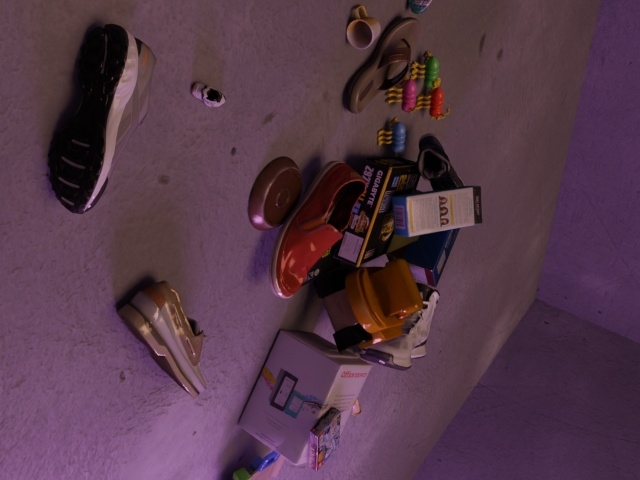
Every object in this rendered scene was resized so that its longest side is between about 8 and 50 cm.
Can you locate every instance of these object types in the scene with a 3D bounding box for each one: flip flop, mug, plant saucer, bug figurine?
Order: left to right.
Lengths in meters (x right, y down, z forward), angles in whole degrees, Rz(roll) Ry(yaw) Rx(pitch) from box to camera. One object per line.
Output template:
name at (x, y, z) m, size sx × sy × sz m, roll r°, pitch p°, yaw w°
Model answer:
plant saucer at (-0.089, -0.094, 1.507) m, size 0.168 × 0.029 × 0.168 m, roll -40°, pitch 144°, yaw -37°
mug at (0.098, -0.453, 1.508) m, size 0.064 × 0.062 × 0.078 m, roll -44°, pitch 153°, yaw -48°
flip flop at (0.158, -0.395, 1.629) m, size 0.277 × 0.080 × 0.112 m, roll -53°, pitch 150°, yaw -21°
bug figurine at (0.252, -0.353, 1.834) m, size 0.279 × 0.072 × 0.216 m, roll -45°, pitch 146°, yaw -32°

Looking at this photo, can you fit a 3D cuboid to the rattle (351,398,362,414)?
rattle at (0.048, 0.448, 2.174) m, size 0.130 × 0.143 × 0.199 m, roll -80°, pitch 159°, yaw -58°

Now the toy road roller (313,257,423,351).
toy road roller at (0.159, 0.152, 1.838) m, size 0.330 × 0.241 × 0.202 m, roll 2°, pitch 65°, yaw -63°

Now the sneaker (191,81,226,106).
sneaker at (-0.184, -0.244, 1.214) m, size 0.083 × 0.037 × 0.031 m, roll 7°, pitch 104°, yaw -62°

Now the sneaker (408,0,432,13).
sneaker at (0.262, -0.606, 1.664) m, size 0.076 × 0.065 × 0.166 m, roll 9°, pitch 106°, yaw -65°

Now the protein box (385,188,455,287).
protein box at (0.288, -0.002, 1.952) m, size 0.199 × 0.136 × 0.201 m, roll -66°, pitch 164°, yaw -11°

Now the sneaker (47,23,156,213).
sneaker at (-0.302, -0.163, 1.016) m, size 0.108 × 0.100 × 0.271 m, roll 7°, pitch 106°, yaw -66°

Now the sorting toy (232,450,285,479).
sorting toy at (-0.189, 0.632, 1.863) m, size 0.196 × 0.047 × 0.347 m, roll -30°, pitch 154°, yaw -33°

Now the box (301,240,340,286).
box at (0.000, 0.000, 1.716) m, size 0.184 × 0.045 × 0.190 m, roll -22°, pitch 131°, yaw -50°

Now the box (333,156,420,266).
box at (0.157, -0.083, 1.833) m, size 0.322 × 0.079 × 0.257 m, roll -16°, pitch 125°, yaw -67°

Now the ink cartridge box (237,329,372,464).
ink cartridge box at (-0.035, 0.391, 1.805) m, size 0.198 × 0.197 × 0.270 m, roll 20°, pitch 95°, yaw -62°

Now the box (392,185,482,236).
box at (0.296, -0.076, 1.778) m, size 0.244 × 0.060 × 0.100 m, roll -9°, pitch 100°, yaw -31°

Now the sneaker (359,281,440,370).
sneaker at (0.259, 0.259, 2.286) m, size 0.447 × 0.169 × 0.257 m, roll -1°, pitch 104°, yaw -68°

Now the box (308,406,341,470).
box at (0.010, 0.480, 1.712) m, size 0.094 × 0.027 × 0.137 m, roll -38°, pitch 142°, yaw -42°

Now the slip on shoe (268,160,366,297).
slip on shoe at (-0.008, -0.020, 1.547) m, size 0.331 × 0.101 × 0.123 m, roll -59°, pitch 141°, yaw -6°

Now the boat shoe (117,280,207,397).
boat shoe at (-0.268, 0.194, 1.340) m, size 0.103 × 0.113 × 0.302 m, roll -46°, pitch 146°, yaw -22°

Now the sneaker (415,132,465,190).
sneaker at (0.320, -0.160, 1.861) m, size 0.226 × 0.086 × 0.163 m, roll 58°, pitch 17°, yaw -15°
